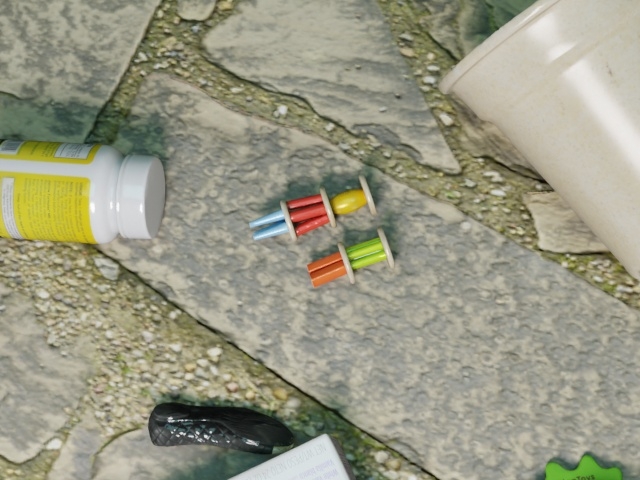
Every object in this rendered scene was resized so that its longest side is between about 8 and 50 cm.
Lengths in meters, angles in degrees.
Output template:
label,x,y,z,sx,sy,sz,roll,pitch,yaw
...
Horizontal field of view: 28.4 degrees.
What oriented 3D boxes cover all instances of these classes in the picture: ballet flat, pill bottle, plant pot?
label,x,y,z,sx,sy,sz,roll,pitch,yaw
ballet flat,-0.114,0.223,1.466,0.173,0.057,0.049,8,119,8
pill bottle,-0.297,-0.057,1.502,0.209,0.119,0.119,4,78,7
plant pot,0.349,-0.138,1.374,0.334,0.334,0.305,-34,88,-2

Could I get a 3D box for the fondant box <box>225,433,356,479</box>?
label,x,y,z,sx,sy,sz,roll,pitch,yaw
fondant box,-0.025,0.410,1.385,0.238,0.096,0.330,-26,78,0

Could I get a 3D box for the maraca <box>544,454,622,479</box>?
label,x,y,z,sx,sy,sz,roll,pitch,yaw
maraca,0.296,0.319,1.374,0.127,0.099,0.185,-9,52,-4

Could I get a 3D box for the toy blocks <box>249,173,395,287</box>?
label,x,y,z,sx,sy,sz,roll,pitch,yaw
toy blocks,0.000,0.000,1.492,0.148,0.054,0.123,-18,76,2
